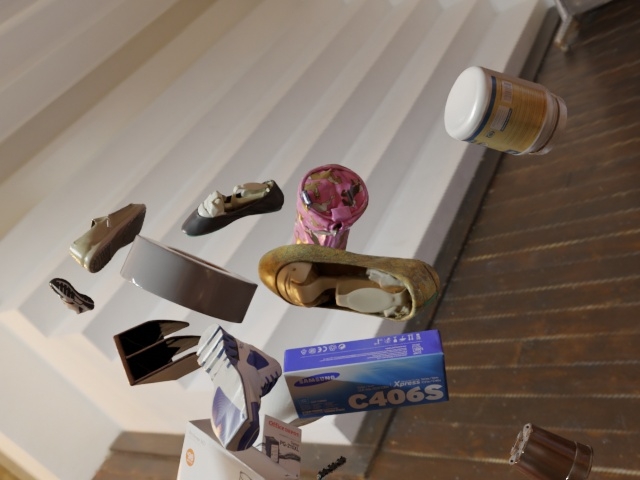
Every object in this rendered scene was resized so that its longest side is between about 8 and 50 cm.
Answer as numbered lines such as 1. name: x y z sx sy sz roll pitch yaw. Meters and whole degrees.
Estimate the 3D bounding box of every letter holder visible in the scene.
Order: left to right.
1. letter holder: -0.425 0.309 1.887 0.214 0.152 0.302 -26 -13 6

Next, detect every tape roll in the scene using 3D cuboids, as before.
1. tape roll: -0.218 0.065 1.072 0.219 0.219 0.072 17 84 62

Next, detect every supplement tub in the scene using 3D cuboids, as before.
1. supplement tub: 0.362 -0.249 1.256 0.144 0.199 0.144 -169 90 -74

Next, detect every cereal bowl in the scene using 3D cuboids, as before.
1. cereal bowl: -0.070 0.561 2.238 0.339 0.339 0.141 -30 61 16

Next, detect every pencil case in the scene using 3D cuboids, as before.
1. pencil case: 0.000 0.000 1.503 0.167 0.160 0.386 -43 -18 -33

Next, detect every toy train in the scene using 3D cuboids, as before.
1. toy train: 0.038 0.754 2.113 0.027 0.036 0.158 31 22 28

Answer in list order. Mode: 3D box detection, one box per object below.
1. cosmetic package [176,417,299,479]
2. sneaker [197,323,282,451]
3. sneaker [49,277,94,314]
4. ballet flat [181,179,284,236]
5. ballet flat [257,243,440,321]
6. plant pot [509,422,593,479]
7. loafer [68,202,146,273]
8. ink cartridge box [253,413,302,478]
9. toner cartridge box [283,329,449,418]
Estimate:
1. cosmetic package: -0.229 0.656 1.615 0.377 0.097 0.284 15 93 46
2. sneaker: -0.161 0.330 1.472 0.127 0.182 0.315 -52 37 20
3. sneaker: -0.515 0.118 1.305 0.043 0.109 0.040 -27 39 16
4. ballet flat: -0.167 -0.069 1.196 0.203 0.074 0.074 -17 21 -12
5. ballet flat: 0.026 0.076 1.095 0.348 0.123 0.123 4 42 24
6. plant pot: 0.601 0.577 1.688 0.167 0.165 0.167 -59 -11 -19
7. loafer: -0.526 -0.025 1.596 0.268 0.092 0.102 -60 -6 -56
8. ink cartridge box: -0.149 0.660 1.903 0.100 0.172 0.237 -25 46 32
9. toner cartridge box: 0.104 0.301 1.424 0.347 0.165 0.075 -9 36 7
